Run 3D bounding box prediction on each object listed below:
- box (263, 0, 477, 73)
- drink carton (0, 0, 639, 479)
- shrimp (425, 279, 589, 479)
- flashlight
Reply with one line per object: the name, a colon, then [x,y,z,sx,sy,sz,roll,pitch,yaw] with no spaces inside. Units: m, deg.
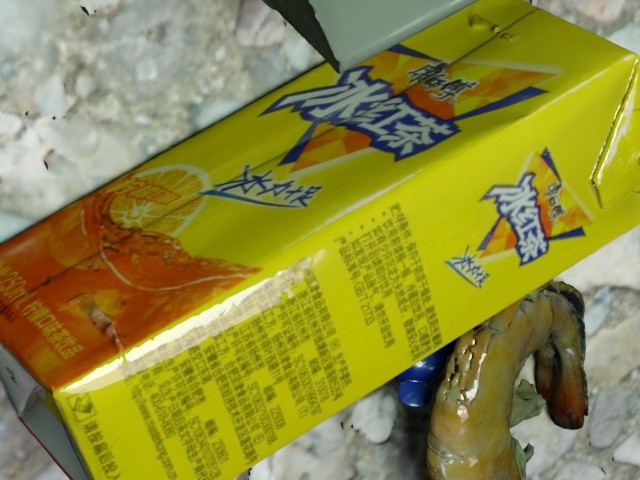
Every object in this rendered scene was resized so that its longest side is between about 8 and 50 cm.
box: [0.007,-0.206,0.842,0.135,0.163,0.243,-32,128,-5]
drink carton: [0.000,0.000,0.932,0.351,0.154,0.111,-30,126,-18]
shrimp: [0.127,0.120,1.128,0.173,0.058,0.253,-56,147,-22]
flashlight: [0.082,0.053,1.092,0.121,0.057,0.035,-36,165,-22]
